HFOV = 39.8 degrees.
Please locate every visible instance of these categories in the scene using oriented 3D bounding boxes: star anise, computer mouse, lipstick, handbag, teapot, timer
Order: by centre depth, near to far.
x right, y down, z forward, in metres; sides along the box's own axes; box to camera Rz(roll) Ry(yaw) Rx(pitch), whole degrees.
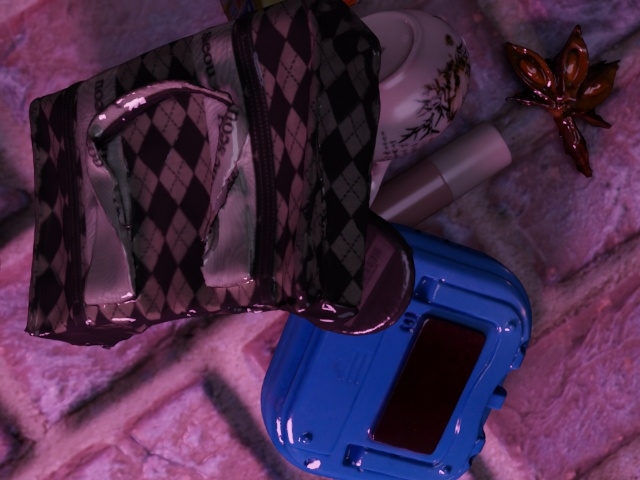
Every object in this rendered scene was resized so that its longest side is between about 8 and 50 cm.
[{"bbox_3d":[-0.135,-0.045,0.922,0.180,0.416,0.317,22,62,-51],"label":"handbag"},{"bbox_3d":[0.000,0.000,0.998,0.264,0.088,0.147,39,109,17],"label":"computer mouse"},{"bbox_3d":[0.074,-0.168,1.083,0.208,0.166,0.300,23,81,29],"label":"teapot"},{"bbox_3d":[0.101,0.158,1.127,0.309,0.115,0.340,18,101,-21],"label":"timer"},{"bbox_3d":[0.127,-0.061,1.159,0.254,0.070,0.070,-33,100,-4],"label":"lipstick"},{"bbox_3d":[0.338,-0.207,1.187,0.212,0.053,0.157,42,89,-9],"label":"star anise"}]

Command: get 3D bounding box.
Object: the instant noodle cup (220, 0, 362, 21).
[{"bbox_3d":[-0.039,-0.340,1.047,0.153,0.205,0.205,-21,99,-13],"label":"instant noodle cup"}]
